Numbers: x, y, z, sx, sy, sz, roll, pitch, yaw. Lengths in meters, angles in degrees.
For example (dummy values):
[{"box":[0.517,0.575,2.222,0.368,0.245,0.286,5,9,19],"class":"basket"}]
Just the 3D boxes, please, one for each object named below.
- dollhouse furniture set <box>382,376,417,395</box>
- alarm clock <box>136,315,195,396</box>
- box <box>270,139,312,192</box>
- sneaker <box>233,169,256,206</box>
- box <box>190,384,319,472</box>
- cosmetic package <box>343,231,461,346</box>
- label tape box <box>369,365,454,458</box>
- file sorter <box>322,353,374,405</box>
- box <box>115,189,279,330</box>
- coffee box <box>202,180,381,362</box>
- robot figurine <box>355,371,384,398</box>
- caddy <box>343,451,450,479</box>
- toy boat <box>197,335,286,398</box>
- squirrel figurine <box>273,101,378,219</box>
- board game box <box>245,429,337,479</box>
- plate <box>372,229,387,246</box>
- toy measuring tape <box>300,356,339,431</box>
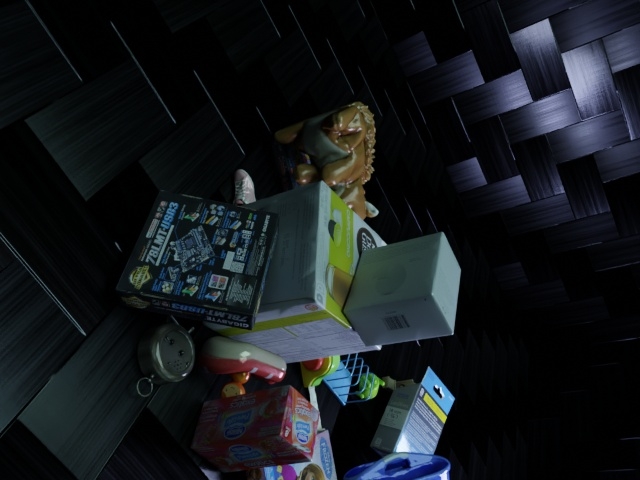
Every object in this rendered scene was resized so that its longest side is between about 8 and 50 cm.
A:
[{"box":[0.317,0.606,2.153,0.182,0.101,0.161,39,44,-45],"class":"dollhouse furniture set"},{"box":[-0.339,0.258,1.254,0.129,0.064,0.192,59,36,-25],"class":"alarm clock"},{"box":[-0.081,-0.226,1.950,0.159,0.044,0.233,-8,83,-60],"class":"box"},{"box":[-0.224,-0.136,1.654,0.070,0.050,0.135,-29,105,-65],"class":"sneaker"},{"box":[-0.146,0.425,1.295,0.128,0.256,0.123,52,34,-33],"class":"box"},{"box":[0.203,0.118,1.393,0.138,0.224,0.225,58,34,-29],"class":"cosmetic package"},{"box":[0.334,0.645,2.061,0.241,0.105,0.334,51,55,-34],"class":"label tape box"},{"box":[0.085,0.422,1.847,0.170,0.104,0.118,55,34,-29],"class":"file sorter"},{"box":[-0.260,0.036,1.292,0.073,0.293,0.296,99,0,-50],"class":"box"},{"box":[-0.055,0.102,1.529,0.334,0.338,0.338,41,44,-45],"class":"coffee box"},{"box":[0.163,0.493,1.959,0.067,0.101,0.115,47,-25,31],"class":"robot figurine"},{"box":[0.237,0.735,1.755,0.341,0.241,0.179,-5,84,-25],"class":"caddy"},{"box":[-0.198,0.324,1.393,0.231,0.150,0.151,35,66,-47],"class":"toy boat"},{"box":[0.085,-0.246,1.915,0.397,0.280,0.371,-39,114,-52],"class":"squirrel figurine"},{"box":[-0.054,0.691,1.511,0.318,0.065,0.319,5,72,-59],"class":"board game box"},{"box":[0.270,0.125,2.375,0.278,0.045,0.277,44,42,-41],"class":"plate"},{"box":[0.010,0.411,1.716,0.121,0.121,0.330,9,68,-58],"class":"toy measuring tape"}]
